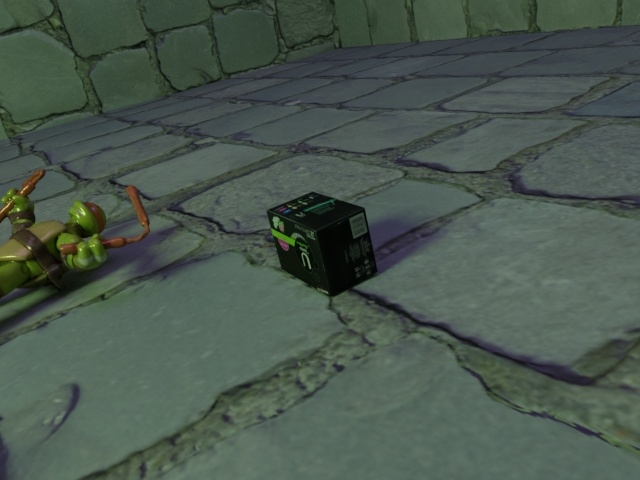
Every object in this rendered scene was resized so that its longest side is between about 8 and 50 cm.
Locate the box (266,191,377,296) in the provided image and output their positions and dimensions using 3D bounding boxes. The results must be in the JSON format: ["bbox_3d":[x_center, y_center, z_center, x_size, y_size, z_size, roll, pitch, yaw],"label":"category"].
[{"bbox_3d":[0.000,0.000,0.500,0.052,0.062,0.083,-25,25,-26],"label":"box"}]

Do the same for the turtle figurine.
[{"bbox_3d":[-0.303,0.015,0.587,0.269,0.087,0.217,20,45,38],"label":"turtle figurine"}]
